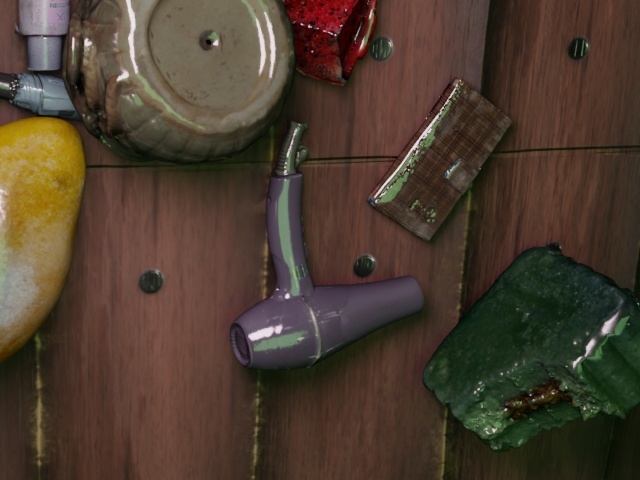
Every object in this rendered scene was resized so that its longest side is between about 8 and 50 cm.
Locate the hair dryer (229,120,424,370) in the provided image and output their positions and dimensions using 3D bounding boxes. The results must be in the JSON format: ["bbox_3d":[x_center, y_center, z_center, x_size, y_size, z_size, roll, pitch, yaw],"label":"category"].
[{"bbox_3d":[0.000,0.000,1.761,0.301,0.121,0.361,-15,108,-26],"label":"hair dryer"}]

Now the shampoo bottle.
[{"bbox_3d":[-0.347,-0.321,1.515,0.072,0.072,0.214,-3,109,-21],"label":"shampoo bottle"}]

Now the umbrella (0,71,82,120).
[{"bbox_3d":[-0.336,-0.183,1.575,0.250,0.053,0.052,11,105,-27],"label":"umbrella"}]

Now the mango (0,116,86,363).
[{"bbox_3d":[-0.422,0.011,1.535,0.221,0.199,0.384,35,84,-22],"label":"mango"}]

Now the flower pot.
[{"bbox_3d":[-0.190,-0.236,1.497,0.301,0.213,0.302,0,91,-27],"label":"flower pot"}]

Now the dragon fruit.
[{"bbox_3d":[0.008,-0.312,1.665,0.127,0.120,0.161,26,68,12],"label":"dragon fruit"}]

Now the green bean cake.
[{"bbox_3d":[0.342,0.188,1.844,0.308,0.300,0.169,-46,118,-2],"label":"green bean cake"}]

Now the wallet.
[{"bbox_3d":[0.179,-0.120,1.815,0.124,0.042,0.230,34,93,-25],"label":"wallet"}]
